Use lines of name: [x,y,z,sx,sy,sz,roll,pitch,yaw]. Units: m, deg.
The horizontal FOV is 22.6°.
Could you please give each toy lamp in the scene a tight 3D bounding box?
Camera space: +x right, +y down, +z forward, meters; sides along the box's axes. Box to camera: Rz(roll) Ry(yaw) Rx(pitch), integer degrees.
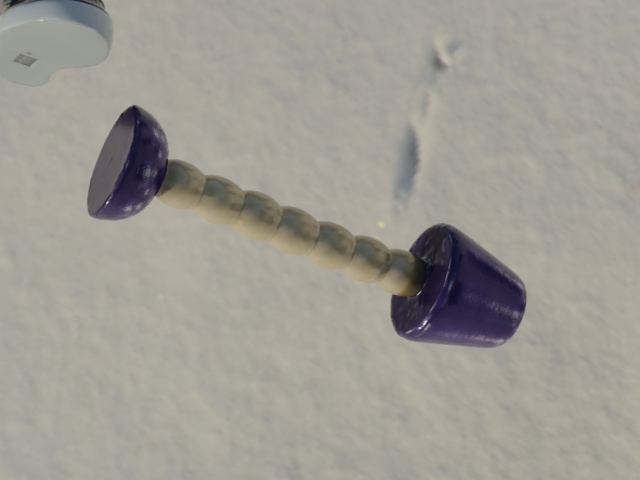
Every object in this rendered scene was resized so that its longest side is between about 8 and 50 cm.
toy lamp: [0.000,0.000,0.966,0.080,0.275,0.080,-49,30,41]

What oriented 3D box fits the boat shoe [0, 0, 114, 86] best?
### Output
boat shoe: [-0.171,-0.153,1.008,0.183,0.065,0.083,-5,70,64]
